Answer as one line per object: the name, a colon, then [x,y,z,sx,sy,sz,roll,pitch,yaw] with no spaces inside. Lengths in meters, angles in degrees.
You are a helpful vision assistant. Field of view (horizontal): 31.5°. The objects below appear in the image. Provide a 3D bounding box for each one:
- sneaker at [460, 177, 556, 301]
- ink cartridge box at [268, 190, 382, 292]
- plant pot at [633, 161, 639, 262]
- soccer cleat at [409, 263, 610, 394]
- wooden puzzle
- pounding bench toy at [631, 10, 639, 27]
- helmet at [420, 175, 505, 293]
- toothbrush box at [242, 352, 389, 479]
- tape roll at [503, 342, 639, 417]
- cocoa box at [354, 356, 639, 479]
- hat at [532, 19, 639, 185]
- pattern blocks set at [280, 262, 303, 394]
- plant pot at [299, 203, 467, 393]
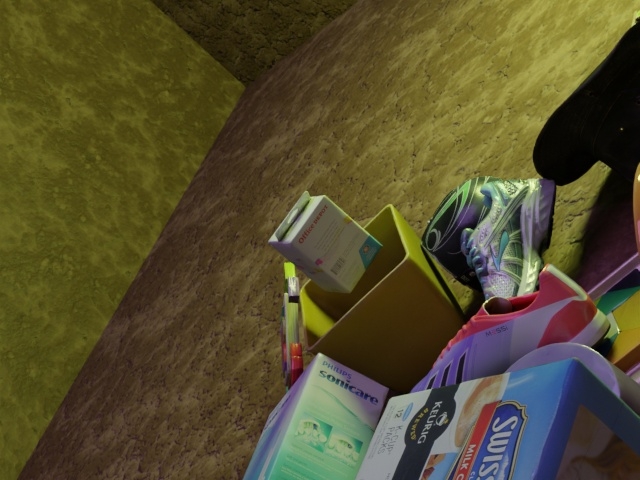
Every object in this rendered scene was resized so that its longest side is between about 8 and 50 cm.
sneaker: [0.254,0.038,1.600,0.122,0.110,0.283,8,61,15]
ink cartridge box: [0.000,0.000,1.707,0.092,0.143,0.090,-54,20,-16]
plant pot: [0.447,0.030,1.087,0.204,0.291,0.290,-17,33,29]
soccer cleat: [0.215,0.137,1.452,0.318,0.116,0.108,-34,4,40]
wooden puzzle: [0.359,0.125,1.412,0.221,0.044,0.238,-42,20,18]
pounding bench toy: [0.563,-0.375,1.909,0.065,0.052,0.083,-31,26,43]
helmet: [0.252,-0.017,1.748,0.161,0.169,0.169,-50,19,10]
toothbrush box: [-0.033,0.345,1.640,0.216,0.126,0.295,-56,9,47]
tape roll: [0.277,0.216,1.289,0.189,0.080,0.189,-30,42,31]
cocoa box: [0.206,0.300,0.947,0.228,0.347,0.231,-23,31,50]
hat: [0.464,-0.168,1.579,0.331,0.134,0.331,-31,-27,-17]
pattern blocks set: [-0.051,0.176,1.912,0.324,0.026,0.285,94,173,-60]
plant pot: [0.112,0.108,1.766,0.212,0.187,0.212,-45,20,14]
